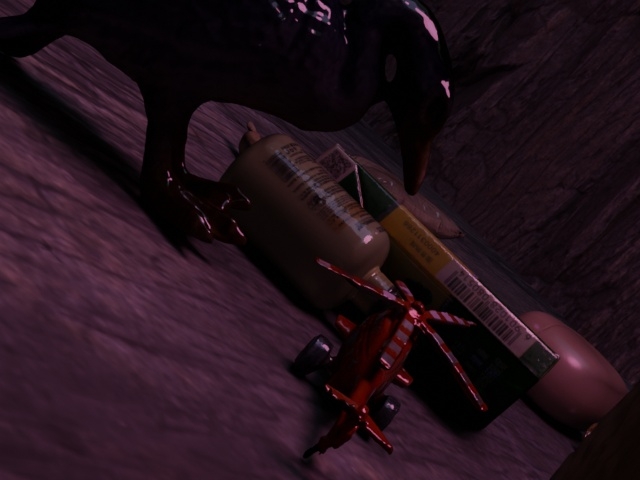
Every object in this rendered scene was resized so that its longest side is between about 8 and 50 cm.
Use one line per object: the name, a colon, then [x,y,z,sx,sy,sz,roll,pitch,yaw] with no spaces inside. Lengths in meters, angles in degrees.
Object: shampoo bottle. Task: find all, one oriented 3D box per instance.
shampoo bottle: [0.000,0.000,0.767,0.162,0.079,0.079,45,10,12]

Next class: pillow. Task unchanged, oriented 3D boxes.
pillow: [0.085,-0.042,1.323,0.181,0.078,0.134,31,12,-39]

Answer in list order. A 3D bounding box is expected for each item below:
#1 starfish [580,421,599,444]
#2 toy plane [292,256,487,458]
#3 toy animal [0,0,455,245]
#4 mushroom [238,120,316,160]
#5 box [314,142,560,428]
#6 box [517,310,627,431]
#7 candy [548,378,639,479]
starfish: [0.333,0.233,1.057,0.146,0.074,0.190,28,3,15]
toy plane: [0.033,0.081,0.583,0.126,0.077,0.194,36,19,-19]
toy animal: [-0.067,-0.107,0.666,0.298,0.185,0.122,24,14,1]
mushroom: [-0.046,-0.069,0.988,0.061,0.060,0.187,18,13,-33]
box: [0.073,0.040,0.835,0.235,0.034,0.132,45,-25,11]
box: [0.279,0.152,1.208,0.146,0.088,0.200,47,9,32]
candy: [0.223,0.106,0.498,0.135,0.320,0.179,41,12,6]
